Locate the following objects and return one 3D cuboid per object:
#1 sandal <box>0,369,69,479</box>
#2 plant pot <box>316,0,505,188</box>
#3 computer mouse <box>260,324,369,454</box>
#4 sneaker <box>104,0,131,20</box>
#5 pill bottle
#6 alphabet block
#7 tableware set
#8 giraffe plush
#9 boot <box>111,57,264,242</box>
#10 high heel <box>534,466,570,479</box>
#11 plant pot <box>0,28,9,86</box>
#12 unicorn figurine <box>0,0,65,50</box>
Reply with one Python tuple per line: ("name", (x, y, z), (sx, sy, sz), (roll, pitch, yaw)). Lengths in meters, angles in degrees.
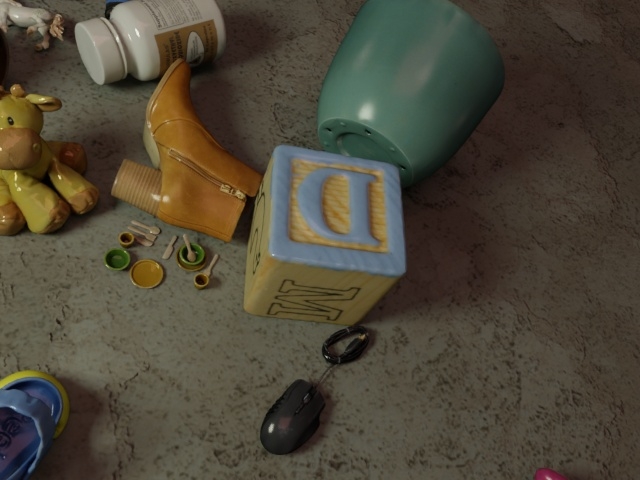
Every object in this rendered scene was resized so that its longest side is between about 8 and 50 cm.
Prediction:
("sandal", (-0.386, 0.272, 0.617), (0.126, 0.138, 0.317), (33, 58, -15))
("plant pot", (0.129, -0.232, 1.008), (0.293, 0.293, 0.235), (32, 72, 1))
("computer mouse", (0.000, 0.207, 0.847), (0.071, 0.041, 0.242), (38, 56, 6))
("sneaker", (-0.321, -0.420, 1.083), (0.152, 0.058, 0.084), (6, 54, -11))
("pill bottle", (-0.291, -0.350, 1.012), (0.229, 0.131, 0.131), (-28, 73, -29))
("alphabet block", (0.000, 0.000, 0.872), (0.194, 0.197, 0.192), (10, 58, -14))
("tableware set", (-0.237, 0.029, 0.878), (0.154, 0.024, 0.104), (24, 57, -5))
("giraffe plush", (-0.422, -0.131, 0.819), (0.181, 0.170, 0.210), (-34, 76, -31))
("boot", (-0.191, -0.147, 0.959), (0.211, 0.104, 0.295), (20, 62, -13))
("high heel", (0.352, 0.447, 0.805), (0.117, 0.082, 0.244), (-22, 83, -38))
("plant pot", (-0.590, -0.281, 0.863), (0.165, 0.167, 0.167), (24, 56, 4))
("unicorn figurine", (-0.524, -0.389, 1.006), (0.162, 0.060, 0.111), (16, 56, -28))
